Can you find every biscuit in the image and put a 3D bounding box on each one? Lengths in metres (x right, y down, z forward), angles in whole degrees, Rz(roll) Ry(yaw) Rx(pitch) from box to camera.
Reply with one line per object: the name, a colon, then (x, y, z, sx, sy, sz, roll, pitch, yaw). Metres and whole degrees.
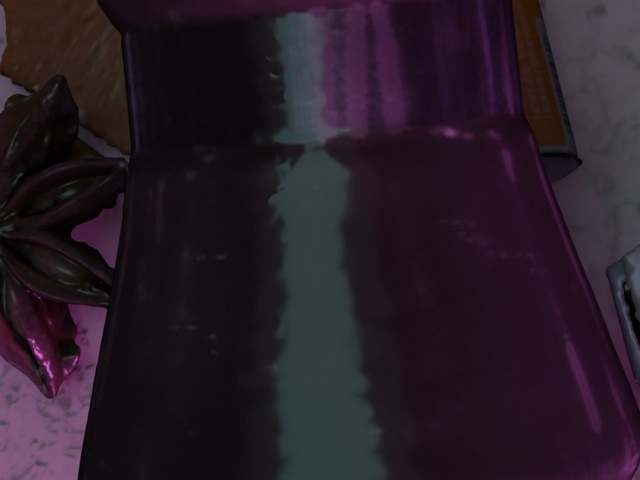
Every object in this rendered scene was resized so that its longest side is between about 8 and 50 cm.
biscuit: (-0.106, -0.179, 1.212, 0.232, 0.013, 0.237, 33, 89, 19)

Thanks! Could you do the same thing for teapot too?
teapot: (0.000, 0.000, 0.971, 0.305, 0.376, 0.362, -6, 94, -20)

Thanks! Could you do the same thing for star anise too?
star anise: (-0.203, 0.010, 1.164, 0.212, 0.073, 0.197, -22, 83, 21)

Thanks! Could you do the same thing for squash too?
squash: (-0.188, -0.073, 1.208, 0.083, 0.027, 0.027, 38, 92, 20)

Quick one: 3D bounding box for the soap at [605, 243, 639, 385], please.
soap: (0.397, 0.041, 0.950, 0.446, 0.156, 0.261, -16, 76, 14)

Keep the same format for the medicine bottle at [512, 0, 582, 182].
medicine bottle: (0.071, -0.239, 1.122, 0.108, 0.108, 0.426, -16, 76, 13)
